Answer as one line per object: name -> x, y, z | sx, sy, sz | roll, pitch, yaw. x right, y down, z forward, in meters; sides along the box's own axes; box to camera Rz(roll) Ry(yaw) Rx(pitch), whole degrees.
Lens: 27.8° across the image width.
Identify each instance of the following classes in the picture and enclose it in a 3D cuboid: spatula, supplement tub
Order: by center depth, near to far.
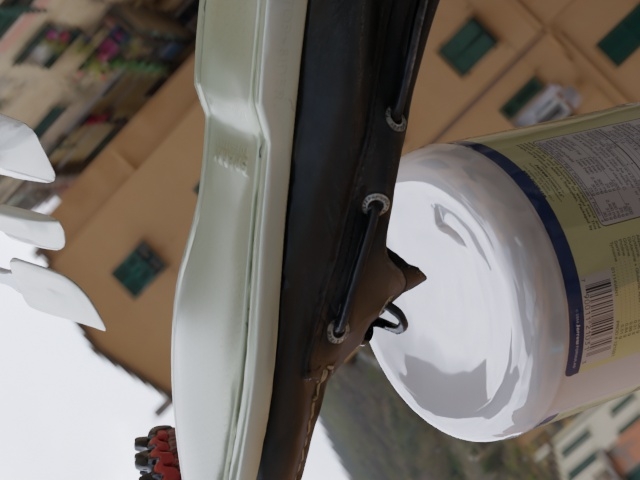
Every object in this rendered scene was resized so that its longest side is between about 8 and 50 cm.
spatula -> -0.259, -0.028, 0.931 | 0.242, 0.019, 0.168 | 14, 134, 38
supplement tub -> 0.217, 0.013, 1.061 | 0.325, 0.235, 0.235 | -14, -126, -31

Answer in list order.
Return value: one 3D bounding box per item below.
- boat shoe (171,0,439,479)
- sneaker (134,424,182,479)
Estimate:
boat shoe -> -0.002, -0.002, 0.613 | 0.113, 0.340, 0.127 | -1, -166, -23
sneaker -> -0.062, 0.231, 0.993 | 0.135, 0.097, 0.276 | -12, -149, -19
